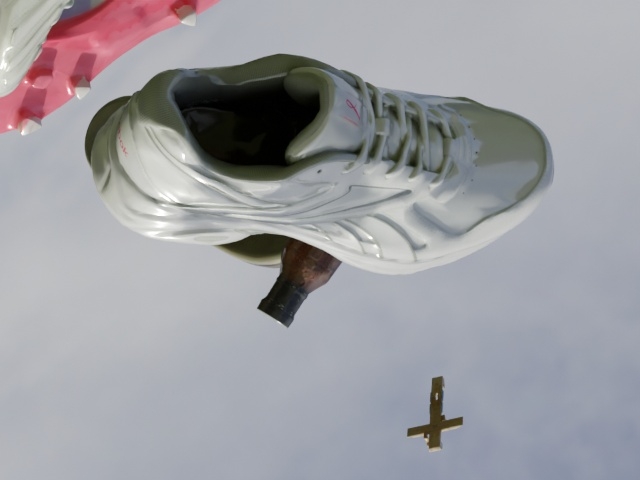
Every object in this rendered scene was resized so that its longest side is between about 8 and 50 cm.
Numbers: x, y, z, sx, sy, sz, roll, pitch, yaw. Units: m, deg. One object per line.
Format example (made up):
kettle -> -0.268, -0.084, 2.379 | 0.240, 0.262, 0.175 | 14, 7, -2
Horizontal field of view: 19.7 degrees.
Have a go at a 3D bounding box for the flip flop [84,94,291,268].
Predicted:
flip flop -> -0.093, -0.059, 1.487 | 0.277, 0.080, 0.112 | 23, -95, 32

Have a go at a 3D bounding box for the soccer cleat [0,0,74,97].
soccer cleat -> -0.138, -0.148, 0.947 | 0.196, 0.076, 0.068 | 113, -32, -41

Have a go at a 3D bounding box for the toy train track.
toy train track -> 0.097, 0.145, 1.515 | 0.048, 0.014, 0.083 | -14, -143, 16

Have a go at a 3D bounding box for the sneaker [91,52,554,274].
sneaker -> 0.012, -0.041, 0.882 | 0.115, 0.232, 0.090 | 131, -44, -67

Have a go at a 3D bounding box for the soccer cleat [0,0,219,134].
soccer cleat -> -0.158, -0.141, 1.116 | 0.248, 0.083, 0.095 | -29, -129, 2

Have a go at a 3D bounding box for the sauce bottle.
sauce bottle -> 0.000, 0.000, 1.264 | 0.128, 0.042, 0.042 | -55, -151, -5
